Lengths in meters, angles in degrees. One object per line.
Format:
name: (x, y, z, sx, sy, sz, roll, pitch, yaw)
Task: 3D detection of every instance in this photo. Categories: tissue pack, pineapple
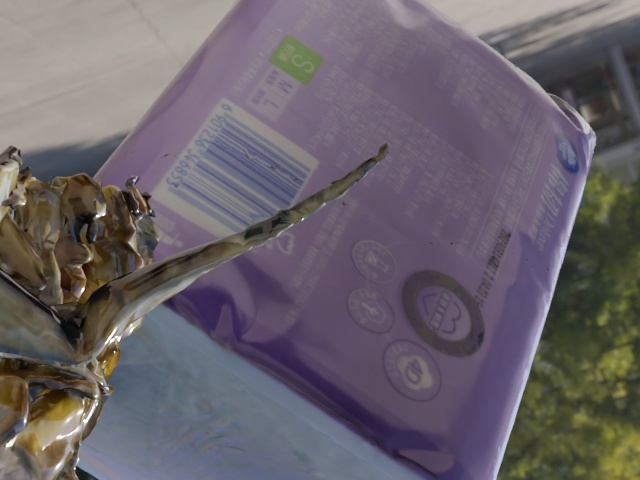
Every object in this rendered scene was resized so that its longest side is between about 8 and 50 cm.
tissue pack: (0.000, 0.000, 0.716, 0.160, 0.242, 0.338, -48, -172, 42)
pineapple: (-0.159, 0.045, 0.321, 0.335, 0.161, 0.158, 5, 163, -31)
